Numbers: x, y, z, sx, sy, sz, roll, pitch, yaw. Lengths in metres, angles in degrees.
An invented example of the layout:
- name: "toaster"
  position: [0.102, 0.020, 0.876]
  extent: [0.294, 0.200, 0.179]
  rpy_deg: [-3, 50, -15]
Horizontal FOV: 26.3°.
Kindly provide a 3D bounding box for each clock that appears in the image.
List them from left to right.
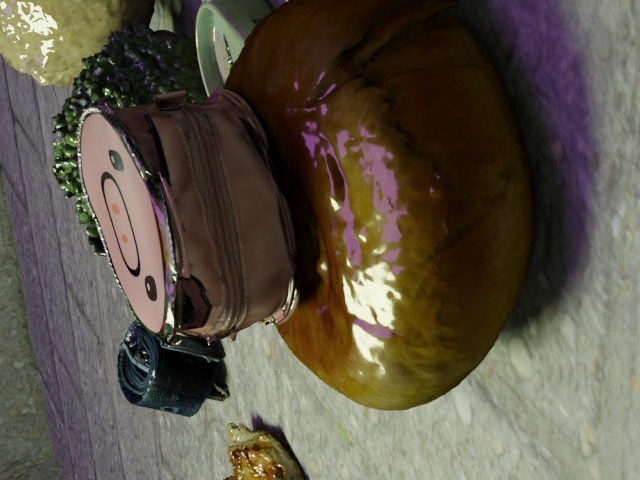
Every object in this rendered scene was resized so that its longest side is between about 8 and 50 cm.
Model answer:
- name: "clock"
  position: [-0.083, -0.191, 1.441]
  extent: [0.151, 0.062, 0.191]
  rpy_deg: [94, 153, -45]

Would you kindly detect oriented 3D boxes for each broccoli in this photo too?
- name: "broccoli"
  position: [-0.177, -0.104, 1.603]
  extent: [0.248, 0.245, 0.288]
  rpy_deg: [7, 84, 39]

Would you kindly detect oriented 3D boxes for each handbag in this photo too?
- name: "handbag"
  position: [-0.103, -0.018, 1.064]
  extent: [0.179, 0.116, 0.205]
  rpy_deg: [7, 111, 64]

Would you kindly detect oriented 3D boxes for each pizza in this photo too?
- name: "pizza"
  position: [-0.081, 0.311, 1.810]
  extent: [0.271, 0.056, 0.134]
  rpy_deg: [7, 118, 68]

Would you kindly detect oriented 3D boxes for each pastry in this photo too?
- name: "pastry"
  position: [0.041, -0.036, 1.080]
  extent: [0.356, 0.164, 0.356]
  rpy_deg: [42, 140, 49]

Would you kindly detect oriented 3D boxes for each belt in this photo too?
- name: "belt"
  position: [-0.215, 0.188, 2.007]
  extent: [0.218, 0.128, 0.122]
  rpy_deg: [27, 99, 67]

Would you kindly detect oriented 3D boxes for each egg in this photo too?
- name: "egg"
  position: [-0.334, -0.352, 1.707]
  extent: [0.279, 0.279, 0.310]
  rpy_deg: [145, 107, -69]

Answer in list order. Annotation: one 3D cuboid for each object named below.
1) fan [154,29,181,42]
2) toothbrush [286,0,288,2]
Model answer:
- name: "fan"
  position: [-0.201, -0.154, 1.777]
  extent: [0.130, 0.074, 0.244]
  rpy_deg: [-131, 37, -54]
- name: "toothbrush"
  position: [-0.025, -0.231, 1.309]
  extent: [0.029, 0.025, 0.307]
  rpy_deg: [-120, 23, -57]
